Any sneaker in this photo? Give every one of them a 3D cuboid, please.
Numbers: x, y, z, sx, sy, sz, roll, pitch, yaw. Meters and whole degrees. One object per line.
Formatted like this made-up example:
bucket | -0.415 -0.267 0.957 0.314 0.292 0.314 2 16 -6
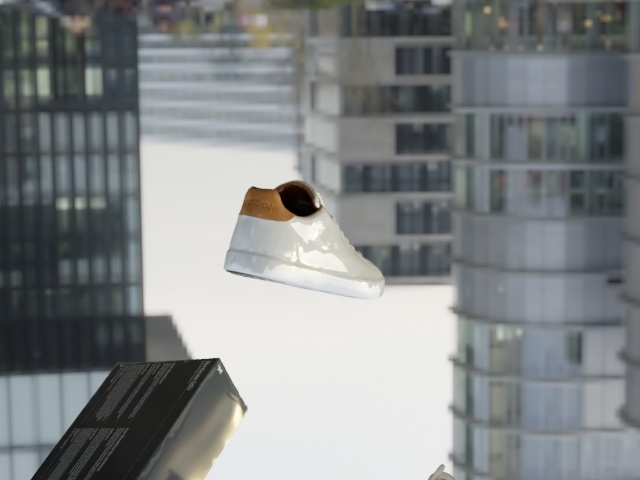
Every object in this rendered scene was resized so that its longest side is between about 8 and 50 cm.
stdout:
sneaker | 0.000 0.000 1.767 0.106 0.123 0.290 8 175 29

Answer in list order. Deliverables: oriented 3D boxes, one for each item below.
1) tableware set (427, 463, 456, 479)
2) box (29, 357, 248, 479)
tableware set | 0.160 0.383 2.004 0.020 0.168 0.141 -9 148 -49
box | -0.238 0.275 1.980 0.184 0.103 0.261 -8 -147 36
